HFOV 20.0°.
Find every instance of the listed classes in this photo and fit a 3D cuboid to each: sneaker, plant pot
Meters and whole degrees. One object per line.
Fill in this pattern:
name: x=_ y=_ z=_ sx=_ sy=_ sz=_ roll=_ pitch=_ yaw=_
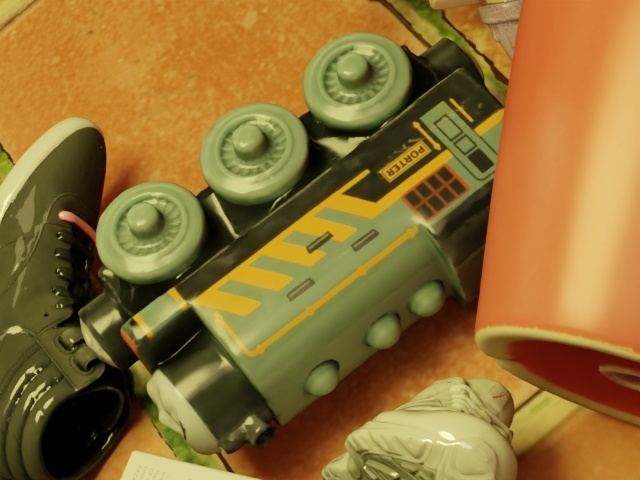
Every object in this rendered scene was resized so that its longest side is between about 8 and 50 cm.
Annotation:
sneaker: x=-0.182 y=0.053 z=1.325 sx=0.146 sy=0.104 sz=0.296 roll=11 pitch=71 yaw=30
sneaker: x=0.074 y=0.119 z=1.087 sx=0.115 sy=0.232 sz=0.090 roll=-41 pitch=92 yaw=-17
plant pot: x=0.219 y=-0.022 z=1.074 sx=0.275 sy=0.275 sz=0.243 roll=12 pitch=74 yaw=33

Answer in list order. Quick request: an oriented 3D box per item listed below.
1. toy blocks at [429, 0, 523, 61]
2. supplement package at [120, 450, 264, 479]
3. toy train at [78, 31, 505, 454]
toy blocks: x=0.104 y=-0.239 z=1.272 sx=0.288 sy=0.309 sz=0.260 roll=-7 pitch=99 yaw=14
supplement package: x=0.013 y=0.257 z=1.036 sx=0.293 sy=0.177 sz=0.175 roll=8 pitch=63 yaw=32
toy train: x=0.000 y=0.000 z=1.229 sx=0.334 sy=0.142 sz=0.190 roll=-37 pitch=58 yaw=-8
